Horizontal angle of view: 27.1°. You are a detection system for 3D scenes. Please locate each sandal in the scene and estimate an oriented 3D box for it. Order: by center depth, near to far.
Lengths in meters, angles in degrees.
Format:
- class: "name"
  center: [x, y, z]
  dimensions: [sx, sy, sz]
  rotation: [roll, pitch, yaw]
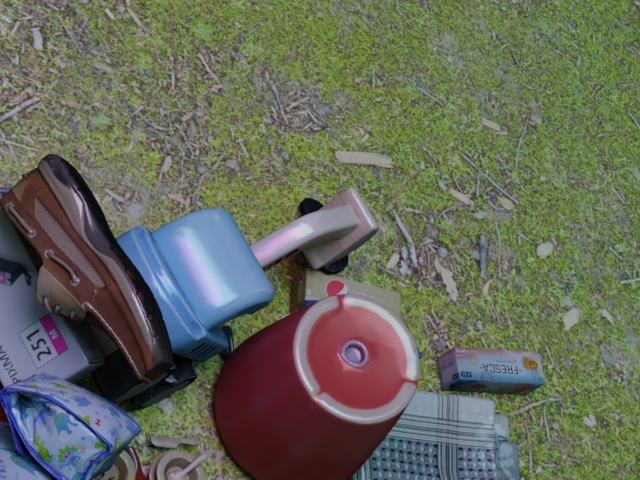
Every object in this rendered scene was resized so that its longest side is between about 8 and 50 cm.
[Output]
- class: "sandal"
  center: [0.000, 0.000, 2.213]
  dimensions: [0.067, 0.040, 0.179]
  rotation: [20, 32, -30]

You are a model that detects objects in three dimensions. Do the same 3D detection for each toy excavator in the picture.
- class: "toy excavator"
  center: [-0.128, 0.046, 1.939]
  dimensions: [0.445, 0.433, 0.222]
  rotation: [-29, 80, 1]

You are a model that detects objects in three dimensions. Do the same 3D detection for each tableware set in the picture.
- class: "tableware set"
  center: [-0.245, 0.329, 1.865]
  dimensions: [0.194, 0.039, 0.128]
  rotation: [9, 59, -28]

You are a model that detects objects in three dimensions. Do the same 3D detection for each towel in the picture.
- class: "towel"
  center: [0.189, 0.390, 2.114]
  dimensions: [0.324, 0.056, 0.312]
  rotation: [13, 58, -26]

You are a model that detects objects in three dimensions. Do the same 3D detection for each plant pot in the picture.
- class: "plant pot"
  center: [0.008, 0.209, 1.943]
  dimensions: [0.275, 0.243, 0.274]
  rotation: [10, 62, -19]

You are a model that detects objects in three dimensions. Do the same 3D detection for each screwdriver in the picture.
- class: "screwdriver"
  center: [-0.140, 0.213, 2.037]
  dimensions: [0.024, 0.025, 0.169]
  rotation: [6, 71, -30]

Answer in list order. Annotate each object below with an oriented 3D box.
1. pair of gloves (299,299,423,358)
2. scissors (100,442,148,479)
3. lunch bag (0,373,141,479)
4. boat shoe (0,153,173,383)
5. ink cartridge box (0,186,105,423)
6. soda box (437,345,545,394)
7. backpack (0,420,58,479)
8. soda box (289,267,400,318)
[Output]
- class: "pair of gloves"
  center: [0.065, 0.150, 2.093]
  dimensions: [0.198, 0.159, 0.023]
  rotation: [39, 66, -33]
- class: "scissors"
  center: [-0.223, 0.393, 1.883]
  dimensions: [0.297, 0.021, 0.109]
  rotation: [42, 48, -6]
- class: "lunch bag"
  center: [-0.316, 0.225, 1.633]
  dimensions: [0.151, 0.096, 0.129]
  rotation: [41, 6, 5]
- class: "boat shoe"
  center: [-0.299, 0.046, 1.679]
  dimensions: [0.120, 0.122, 0.324]
  rotation: [-32, 71, -1]
- class: "ink cartridge box"
  center: [-0.450, 0.104, 1.766]
  dimensions: [0.275, 0.239, 0.060]
  rotation: [60, 15, 10]
- class: "soda box"
  center: [0.293, 0.224, 2.268]
  dimensions: [0.183, 0.058, 0.063]
  rotation: [7, 62, -28]
- class: "backpack"
  center: [-0.463, 0.330, 1.612]
  dimensions: [0.356, 0.290, 0.273]
  rotation: [-2, 109, -16]
- class: "soda box"
  center: [0.042, 0.103, 2.180]
  dimensions: [0.181, 0.058, 0.061]
  rotation: [16, 57, -23]
